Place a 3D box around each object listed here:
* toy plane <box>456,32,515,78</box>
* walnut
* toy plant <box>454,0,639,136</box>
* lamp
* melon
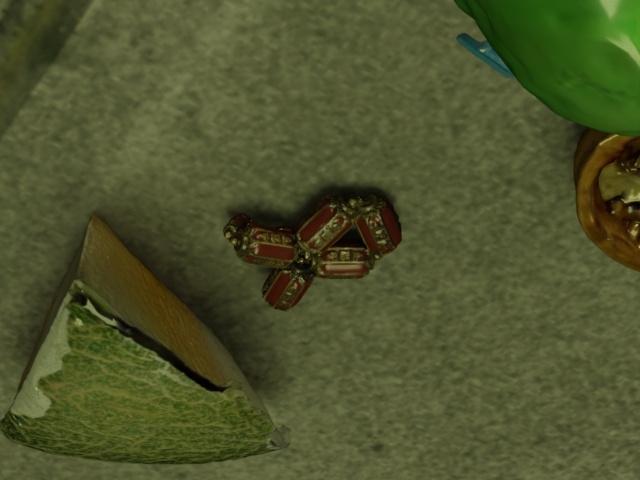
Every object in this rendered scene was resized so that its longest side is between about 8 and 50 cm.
[{"bbox_3d":[0.174,-0.151,0.647,0.271,0.105,0.254,29,102,-32],"label":"toy plane"},{"bbox_3d":[0.171,-0.033,0.798,0.091,0.052,0.121,-36,127,25],"label":"walnut"},{"bbox_3d":[-0.010,-0.201,0.476,0.356,0.317,0.210,9,154,31],"label":"toy plant"},{"bbox_3d":[0.000,0.000,0.835,0.083,0.031,0.063,-21,132,11],"label":"lamp"},{"bbox_3d":[-0.106,0.071,0.854,0.139,0.093,0.202,-27,137,17],"label":"melon"}]
